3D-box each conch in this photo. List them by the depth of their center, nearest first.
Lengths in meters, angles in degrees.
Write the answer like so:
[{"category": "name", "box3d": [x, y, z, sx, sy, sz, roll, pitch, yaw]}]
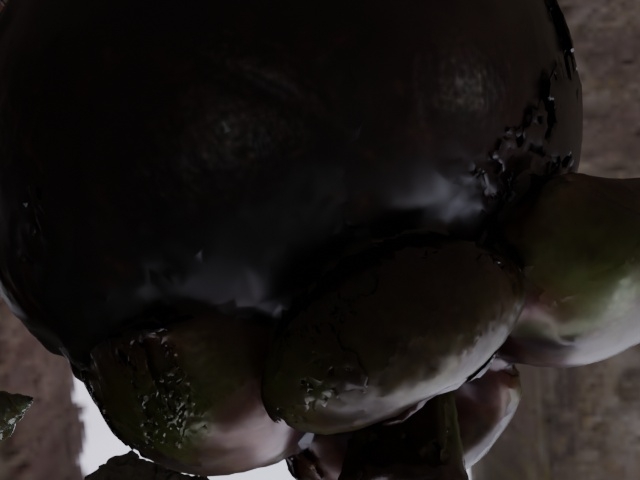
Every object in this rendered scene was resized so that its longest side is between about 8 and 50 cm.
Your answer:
[{"category": "conch", "box3d": [-0.481, 0.261, 2.034, 0.106, 0.116, 0.173, 33, -137, 20]}]

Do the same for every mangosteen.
[{"category": "mangosteen", "box3d": [-0.005, -0.047, 0.913, 0.381, 0.381, 0.421, -15, -140, -34]}]

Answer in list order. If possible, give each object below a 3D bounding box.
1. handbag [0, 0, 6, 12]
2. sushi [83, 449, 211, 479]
[{"category": "handbag", "box3d": [-0.317, -0.122, 1.308, 0.179, 0.205, 0.116, -20, -148, 40]}, {"category": "sushi", "box3d": [-0.222, 0.430, 2.206, 0.343, 0.182, 0.196, 12, -126, 37]}]
